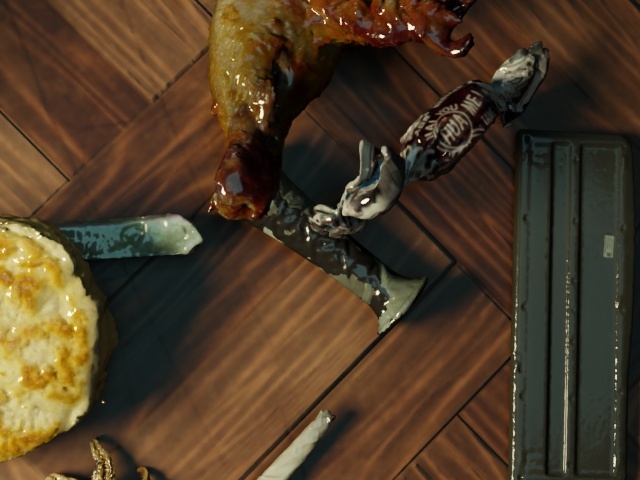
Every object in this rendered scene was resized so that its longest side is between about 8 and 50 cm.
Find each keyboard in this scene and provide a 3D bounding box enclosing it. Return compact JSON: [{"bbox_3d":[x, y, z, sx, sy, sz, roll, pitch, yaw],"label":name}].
[{"bbox_3d":[0.195,-0.002,1.157,0.103,0.041,0.381,3,92,-8],"label":"keyboard"}]

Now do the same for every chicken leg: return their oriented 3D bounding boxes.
[{"bbox_3d":[0.010,-0.154,1.096,0.322,0.083,0.177,-38,58,-10],"label":"chicken leg"}]

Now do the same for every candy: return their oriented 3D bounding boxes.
[{"bbox_3d":[0.084,-0.073,1.094,0.226,0.094,0.051,-35,83,-24],"label":"candy"}]

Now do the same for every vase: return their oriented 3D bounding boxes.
[{"bbox_3d":[0.000,0.000,1.116,0.167,0.059,0.059,38,82,-3],"label":"vase"}]

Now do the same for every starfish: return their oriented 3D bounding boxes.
[{"bbox_3d":[-0.163,0.190,1.098,0.078,0.028,0.091,1,81,-5],"label":"starfish"}]

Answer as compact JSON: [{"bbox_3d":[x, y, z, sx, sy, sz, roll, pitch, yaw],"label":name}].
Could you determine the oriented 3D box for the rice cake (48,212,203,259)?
[{"bbox_3d":[-0.191,-0.001,1.100,0.211,0.043,0.034,-3,94,-7],"label":"rice cake"}]

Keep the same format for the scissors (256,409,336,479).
[{"bbox_3d":[-0.062,0.207,1.112,0.110,0.021,0.212,42,82,1],"label":"scissors"}]

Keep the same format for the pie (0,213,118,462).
[{"bbox_3d":[-0.247,0.069,1.054,0.205,0.084,0.179,-12,105,0],"label":"pie"}]
